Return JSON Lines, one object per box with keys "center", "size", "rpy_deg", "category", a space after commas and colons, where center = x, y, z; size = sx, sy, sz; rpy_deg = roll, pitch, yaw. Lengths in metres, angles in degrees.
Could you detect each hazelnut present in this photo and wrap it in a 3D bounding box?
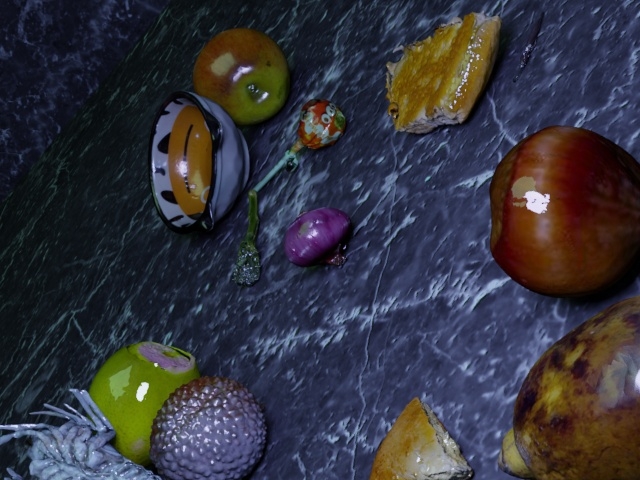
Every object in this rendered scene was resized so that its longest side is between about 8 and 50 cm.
{"center": [0.269, -0.038, 1.153], "size": [0.178, 0.178, 0.204], "rpy_deg": [-37, 2, 34], "category": "hazelnut"}

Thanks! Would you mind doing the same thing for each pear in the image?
{"center": [-0.283, 0.271, 1.708], "size": [0.187, 0.187, 0.220], "rpy_deg": [-128, 53, -62], "category": "pear"}

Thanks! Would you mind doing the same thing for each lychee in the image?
{"center": [-0.152, 0.272, 1.527], "size": [0.165, 0.197, 0.165], "rpy_deg": [2, 93, 40], "category": "lychee"}

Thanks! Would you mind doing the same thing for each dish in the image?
{"center": [-0.220, -0.148, 2.074], "size": [0.303, 0.120, 0.303], "rpy_deg": [6, 98, 54], "category": "dish"}

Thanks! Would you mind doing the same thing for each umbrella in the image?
{"center": [0.297, -0.277, 1.529], "size": [0.122, 0.013, 0.022], "rpy_deg": [-66, 6, -15], "category": "umbrella"}

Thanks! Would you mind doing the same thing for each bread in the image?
{"center": [0.108, 0.236, 1.234], "size": [0.154, 0.054, 0.136], "rpy_deg": [-32, 32, 35], "category": "bread"}

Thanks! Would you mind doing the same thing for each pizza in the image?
{"center": [0.172, -0.250, 1.648], "size": [0.297, 0.071, 0.189], "rpy_deg": [4, 76, 64], "category": "pizza"}

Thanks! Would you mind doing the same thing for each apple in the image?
{"center": [-0.151, -0.318, 2.131], "size": [0.196, 0.196, 0.196], "rpy_deg": [-40, 31, 30], "category": "apple"}

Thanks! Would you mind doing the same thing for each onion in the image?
{"center": [0.000, 0.000, 1.636], "size": [0.115, 0.104, 0.115], "rpy_deg": [-40, -15, -13], "category": "onion"}

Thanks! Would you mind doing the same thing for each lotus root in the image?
{"center": [0.270, 0.144, 0.960], "size": [0.314, 0.141, 0.169], "rpy_deg": [-38, 28, 35], "category": "lotus root"}

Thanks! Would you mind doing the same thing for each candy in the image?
{"center": [-0.057, -0.155, 1.933], "size": [0.287, 0.084, 0.078], "rpy_deg": [-40, 34, 43], "category": "candy"}

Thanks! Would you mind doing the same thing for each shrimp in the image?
{"center": [-0.345, 0.335, 1.557], "size": [0.410, 0.166, 0.221], "rpy_deg": [14, 79, 35], "category": "shrimp"}

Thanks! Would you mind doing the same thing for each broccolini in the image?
{"center": [-0.123, -0.010, 1.901], "size": [0.051, 0.054, 0.239], "rpy_deg": [-8, 40, 10], "category": "broccolini"}
